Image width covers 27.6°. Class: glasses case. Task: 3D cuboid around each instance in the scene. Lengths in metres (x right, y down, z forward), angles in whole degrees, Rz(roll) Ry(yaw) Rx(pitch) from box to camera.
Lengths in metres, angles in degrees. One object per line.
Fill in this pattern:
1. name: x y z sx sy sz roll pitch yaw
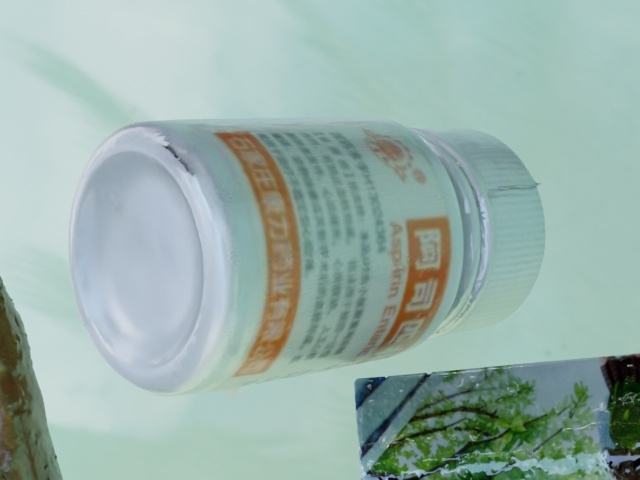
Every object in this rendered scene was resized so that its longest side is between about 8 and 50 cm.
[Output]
1. glasses case: 0.156 0.105 0.674 0.272 0.062 0.095 -7 77 5

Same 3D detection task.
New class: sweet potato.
1. sweet potato: -0.169 0.147 0.710 0.072 0.066 0.314 -87 -14 -78

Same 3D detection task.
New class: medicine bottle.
1. medicine bottle: 0.000 0.000 0.721 0.145 0.252 0.144 9 102 44
